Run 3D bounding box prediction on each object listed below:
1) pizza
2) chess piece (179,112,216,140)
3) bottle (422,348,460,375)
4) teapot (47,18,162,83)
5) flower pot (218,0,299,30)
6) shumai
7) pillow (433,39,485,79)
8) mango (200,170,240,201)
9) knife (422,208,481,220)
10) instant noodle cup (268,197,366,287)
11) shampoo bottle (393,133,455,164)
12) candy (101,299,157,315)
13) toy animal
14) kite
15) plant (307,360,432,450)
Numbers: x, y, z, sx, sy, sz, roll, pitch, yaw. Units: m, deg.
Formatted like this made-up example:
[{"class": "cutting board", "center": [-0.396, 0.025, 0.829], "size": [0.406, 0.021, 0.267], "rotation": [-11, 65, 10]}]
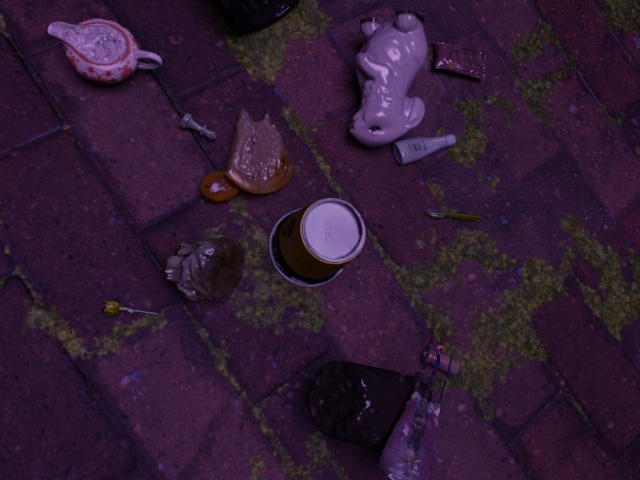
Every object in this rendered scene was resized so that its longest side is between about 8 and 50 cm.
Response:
[{"class": "pizza", "center": [-0.150, -0.235, 1.267], "size": [0.181, 0.034, 0.261], "rotation": [13, 67, -29]}, {"class": "chess piece", "center": [-0.305, -0.282, 1.248], "size": [0.093, 0.042, 0.042], "rotation": [28, 72, -17]}, {"class": "bottle", "center": [0.317, 0.318, 1.298], "size": [0.097, 0.045, 0.045], "rotation": [25, 72, -9]}, {"class": "teapot", "center": [-0.507, -0.450, 1.186], "size": [0.246, 0.116, 0.159], "rotation": [1, 65, -14]}, {"class": "flower pot", "center": [-0.208, -0.760, 1.259], "size": [0.294, 0.293, 0.330], "rotation": [-39, 84, -20]}, {"class": "shumai", "center": [-0.272, 0.055, 1.156], "size": [0.142, 0.184, 0.184], "rotation": [21, 70, 20]}, {"class": "pillow", "center": [0.427, -0.555, 1.525], "size": [0.185, 0.043, 0.117], "rotation": [8, 70, -18]}, {"class": "mango", "center": [-0.244, -0.137, 1.226], "size": [0.114, 0.057, 0.078], "rotation": [-28, 83, -29]}, {"class": "knife", "center": [0.379, -0.070, 1.415], "size": [0.184, 0.022, 0.026], "rotation": [5, 51, -15]}, {"class": "instant noodle cup", "center": [0.000, 0.000, 1.173], "size": [0.216, 0.236, 0.215], "rotation": [3, 80, -16]}, {"class": "shampoo bottle", "center": [0.303, -0.270, 1.425], "size": [0.191, 0.041, 0.069], "rotation": [-16, 78, -20]}, {"class": "candy", "center": [-0.432, 0.160, 1.120], "size": [0.123, 0.035, 0.035], "rotation": [13, 63, -24]}, {"class": "toy animal", "center": [0.193, -0.430, 1.370], "size": [0.258, 0.194, 0.356], "rotation": [3, 93, -40]}, {"class": "kite", "center": [0.233, 0.373, 1.113], "size": [0.204, 0.022, 0.360], "rotation": [38, 61, -36]}, {"class": "plant", "center": [0.116, 0.382, 1.146], "size": [0.276, 0.189, 0.198], "rotation": [26, 69, -38]}]
